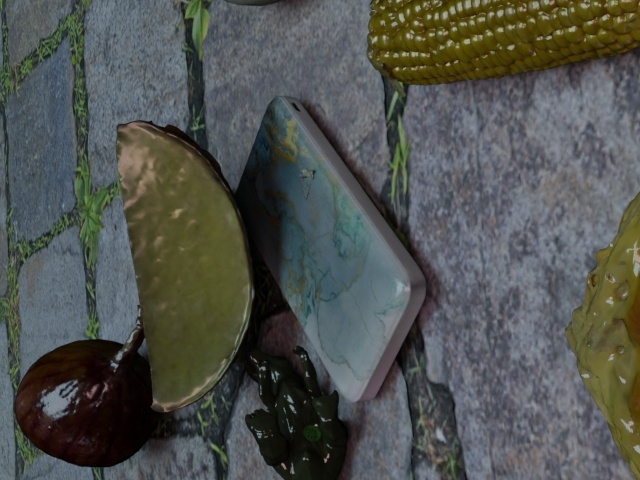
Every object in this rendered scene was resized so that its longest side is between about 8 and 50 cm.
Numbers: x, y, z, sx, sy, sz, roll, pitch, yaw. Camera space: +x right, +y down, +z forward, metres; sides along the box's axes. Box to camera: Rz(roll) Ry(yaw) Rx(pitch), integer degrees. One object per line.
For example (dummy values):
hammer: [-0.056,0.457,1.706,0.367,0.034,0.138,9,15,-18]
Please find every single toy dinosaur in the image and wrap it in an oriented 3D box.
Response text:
toy dinosaur: [-0.011,0.189,1.013,0.187,0.087,0.179,-102,-3,-46]

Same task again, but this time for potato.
potato: [-0.132,0.001,1.105,0.255,0.112,0.269,-126,31,-76]

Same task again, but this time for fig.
fig: [-0.243,0.180,1.248,0.202,0.149,0.148,-11,43,40]

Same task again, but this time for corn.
corn: [0.130,-0.157,0.758,0.260,0.091,0.091,5,118,52]

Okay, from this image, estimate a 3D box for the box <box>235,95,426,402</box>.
box: [0.000,0.000,0.986,0.285,0.044,0.142,57,137,42]

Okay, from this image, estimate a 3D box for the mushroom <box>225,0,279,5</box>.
mushroom: [-0.036,-0.276,1.011,0.225,0.093,0.116,9,82,59]

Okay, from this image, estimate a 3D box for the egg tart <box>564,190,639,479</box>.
egg tart: [0.285,0.042,0.456,0.339,0.153,0.351,47,126,46]
